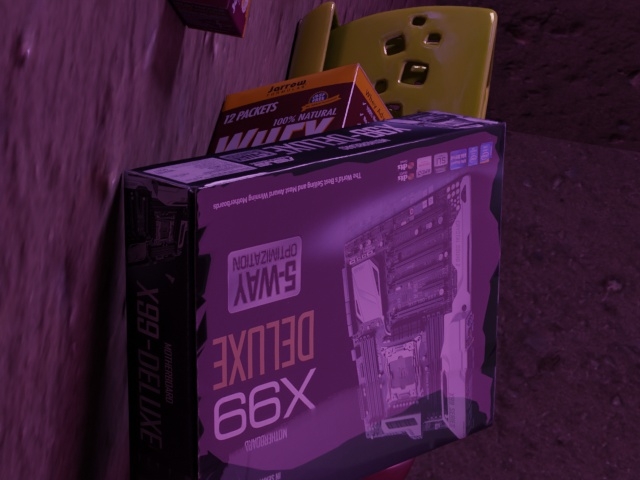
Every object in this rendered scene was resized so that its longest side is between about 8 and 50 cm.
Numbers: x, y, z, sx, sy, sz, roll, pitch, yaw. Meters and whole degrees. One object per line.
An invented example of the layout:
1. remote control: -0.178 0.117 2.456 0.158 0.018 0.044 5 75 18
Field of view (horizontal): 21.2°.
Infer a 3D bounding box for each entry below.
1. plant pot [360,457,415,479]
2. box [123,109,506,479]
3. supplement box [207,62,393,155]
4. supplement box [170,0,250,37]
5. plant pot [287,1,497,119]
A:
1. plant pot: -0.020 0.229 1.722 0.201 0.201 0.180 -68 -178 -63
2. box: 0.002 0.049 1.202 0.307 0.076 0.243 -13 110 -43
3. supplement box: 0.000 0.000 1.387 0.191 0.129 0.194 54 37 -38
4. supplement box: -0.073 -0.177 1.174 0.083 0.043 0.055 48 53 -82
5. plant pot: 0.067 -0.120 1.806 0.227 0.207 0.228 73 28 -76
